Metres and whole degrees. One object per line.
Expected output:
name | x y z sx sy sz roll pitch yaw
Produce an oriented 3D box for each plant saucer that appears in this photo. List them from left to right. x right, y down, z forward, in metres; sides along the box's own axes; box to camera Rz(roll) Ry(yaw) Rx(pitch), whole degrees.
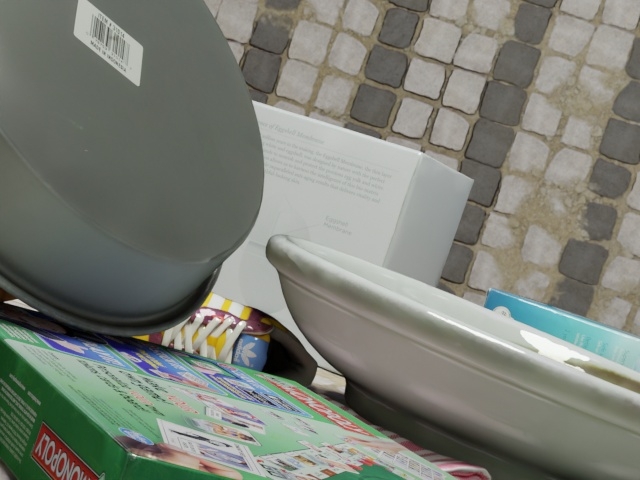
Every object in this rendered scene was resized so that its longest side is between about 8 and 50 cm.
plant saucer | 0.132 0.112 1.147 0.400 0.100 0.400 21 2 -1

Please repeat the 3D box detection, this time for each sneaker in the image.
sneaker | -0.081 0.065 1.106 0.185 0.069 0.084 15 3 -46

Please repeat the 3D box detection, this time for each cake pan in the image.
cake pan | -0.132 -0.091 0.851 0.054 0.293 0.293 -30 -26 28

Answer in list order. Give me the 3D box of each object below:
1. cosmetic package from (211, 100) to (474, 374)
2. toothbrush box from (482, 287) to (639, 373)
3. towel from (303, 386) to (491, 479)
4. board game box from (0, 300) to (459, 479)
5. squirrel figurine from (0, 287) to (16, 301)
cosmetic package | 0.000 0.000 1.572 0.224 0.225 0.138 20 2 30
toothbrush box | 0.281 0.148 1.430 0.295 0.126 0.216 18 0 11
towel | -0.004 0.114 0.996 0.144 0.029 0.197 18 1 -43
board game box | -0.046 0.097 0.718 0.213 0.046 0.317 19 1 -26
squirrel figurine | -0.310 -0.114 0.951 0.397 0.281 0.370 43 17 -11
